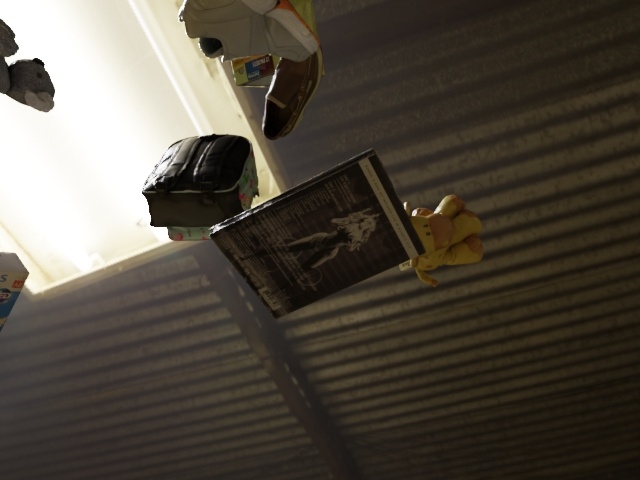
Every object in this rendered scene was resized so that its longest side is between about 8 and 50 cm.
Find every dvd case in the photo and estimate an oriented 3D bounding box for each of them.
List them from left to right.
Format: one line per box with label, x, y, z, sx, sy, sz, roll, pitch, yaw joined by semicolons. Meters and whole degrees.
dvd case;0.000;0.000;0.743;0.221;0.018;0.164;-25;-55;12

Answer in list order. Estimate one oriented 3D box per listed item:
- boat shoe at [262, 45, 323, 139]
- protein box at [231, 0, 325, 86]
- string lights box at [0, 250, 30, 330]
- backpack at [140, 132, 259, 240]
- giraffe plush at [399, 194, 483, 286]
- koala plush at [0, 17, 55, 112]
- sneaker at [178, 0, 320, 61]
boat shoe;-0.065;-0.310;1.255;0.095;0.095;0.257;32;-40;12
protein box;-0.116;-0.498;1.504;0.136;0.201;0.200;-7;-84;38
string lights box;-0.652;0.137;1.083;0.133;0.077;0.259;14;-67;-54
backpack;-0.245;-0.122;1.305;0.225;0.253;0.191;-1;-47;7
giraffe plush;0.233;-0.011;1.287;0.210;0.181;0.170;-40;-27;11
koala plush;-0.776;-0.414;1.519;0.221;0.196;0.203;32;-82;-39
sneaker;-0.094;-0.277;0.777;0.121;0.099;0.262;-40;-15;14
